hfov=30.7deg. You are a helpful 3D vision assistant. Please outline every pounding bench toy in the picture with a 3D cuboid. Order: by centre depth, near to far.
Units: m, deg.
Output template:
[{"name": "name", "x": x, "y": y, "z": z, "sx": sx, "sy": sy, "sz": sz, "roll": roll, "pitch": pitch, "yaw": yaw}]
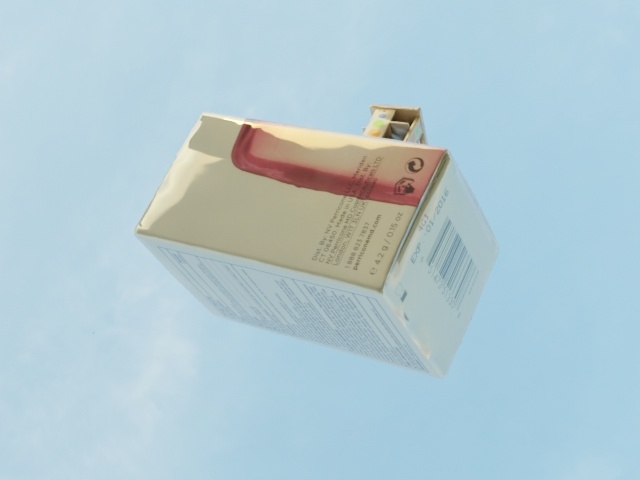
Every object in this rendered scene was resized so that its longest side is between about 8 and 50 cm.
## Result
[{"name": "pounding bench toy", "x": 0.070, "y": -0.079, "z": 1.132, "sx": 0.052, "sy": 0.083, "sz": 0.065, "roll": 7, "pitch": -132, "yaw": 24}]

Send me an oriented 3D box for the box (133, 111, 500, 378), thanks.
[{"name": "box", "x": 0.000, "y": 0.000, "z": 0.918, "sx": 0.232, "sy": 0.148, "sz": 0.126, "roll": 13, "pitch": -114, "yaw": 32}]
